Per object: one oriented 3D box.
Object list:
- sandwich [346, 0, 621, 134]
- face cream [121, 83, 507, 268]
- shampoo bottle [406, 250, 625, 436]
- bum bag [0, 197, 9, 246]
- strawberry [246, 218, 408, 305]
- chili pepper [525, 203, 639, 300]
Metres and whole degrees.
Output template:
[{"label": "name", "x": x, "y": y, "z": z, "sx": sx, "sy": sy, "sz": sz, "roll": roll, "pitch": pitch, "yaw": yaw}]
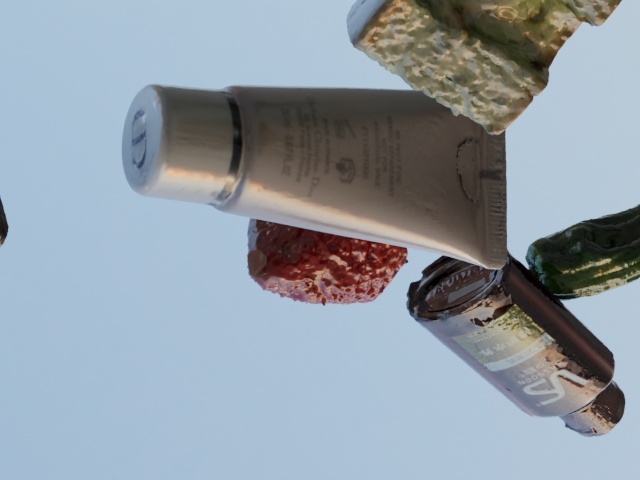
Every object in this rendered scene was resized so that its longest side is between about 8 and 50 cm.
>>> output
[{"label": "sandwich", "x": 0.133, "y": -0.192, "z": 1.172, "sx": 0.122, "sy": 0.236, "sz": 0.128, "roll": 36, "pitch": -162, "yaw": -11}, {"label": "face cream", "x": 0.011, "y": -0.060, "z": 1.352, "sx": 0.314, "sy": 0.089, "sz": 0.143, "roll": 5, "pitch": -101, "yaw": -27}, {"label": "shampoo bottle", "x": 0.225, "y": 0.116, "z": 1.969, "sx": 0.323, "sy": 0.129, "sz": 0.084, "roll": 42, "pitch": -154, "yaw": -44}, {"label": "bum bag", "x": -0.287, "y": -0.034, "z": 1.364, "sx": 0.026, "sy": 0.109, "sz": 0.159, "roll": 36, "pitch": -155, "yaw": -47}, {"label": "strawberry", "x": 0.003, "y": -0.006, "z": 1.615, "sx": 0.148, "sy": 0.131, "sz": 0.131, "roll": 4, "pitch": -125, "yaw": -52}, {"label": "chili pepper", "x": 0.321, "y": 0.000, "z": 2.011, "sx": 0.257, "sy": 0.074, "sz": 0.100, "roll": -22, "pitch": -113, "yaw": -18}]
